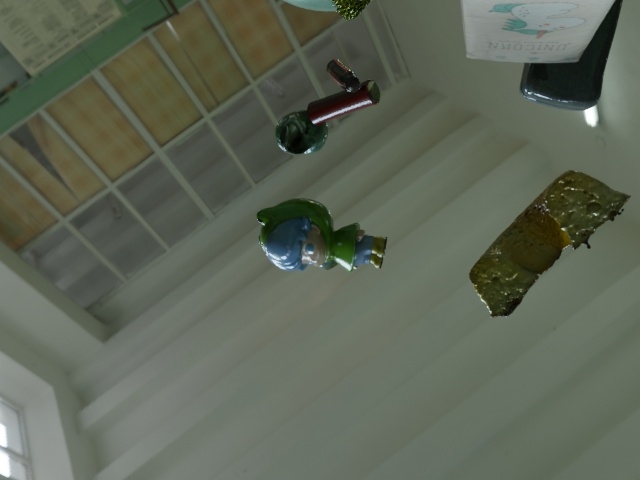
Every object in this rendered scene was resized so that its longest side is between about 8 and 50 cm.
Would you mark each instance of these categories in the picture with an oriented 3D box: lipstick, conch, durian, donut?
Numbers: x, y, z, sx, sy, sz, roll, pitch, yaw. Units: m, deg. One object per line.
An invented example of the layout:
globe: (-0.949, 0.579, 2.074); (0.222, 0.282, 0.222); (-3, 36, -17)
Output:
lipstick: (0.069, -0.420, 1.927); (0.241, 0.080, 0.080); (-13, -136, 38)
conch: (-0.062, -0.345, 2.050); (0.122, 0.188, 0.175); (-33, -134, 52)
durian: (0.066, -0.533, 1.356); (0.100, 0.086, 0.215); (-32, -148, 8)
donut: (0.341, -0.003, 0.969); (0.101, 0.152, 0.259); (42, -68, 10)

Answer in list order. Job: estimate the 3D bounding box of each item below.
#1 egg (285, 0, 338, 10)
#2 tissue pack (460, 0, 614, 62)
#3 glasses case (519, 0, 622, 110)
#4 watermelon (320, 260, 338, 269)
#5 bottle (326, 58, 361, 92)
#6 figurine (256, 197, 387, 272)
egg: (0.023, -0.716, 1.569); (0.389, 0.276, 0.276); (-7, -138, -8)
tissue pack: (0.264, -0.292, 0.792); (0.170, 0.325, 0.071); (4, -86, 15)
glasses case: (0.432, -0.386, 1.061); (0.131, 0.074, 0.322); (12, -86, 5)
watermelon: (0.006, 0.019, 1.431); (0.084, 0.092, 0.072); (-47, -147, -4)
bottle: (0.068, -0.465, 1.791); (0.060, 0.060, 0.164); (-32, -144, 2)
figurine: (0.000, 0.000, 1.271); (0.264, 0.162, 0.143); (10, -119, 5)
